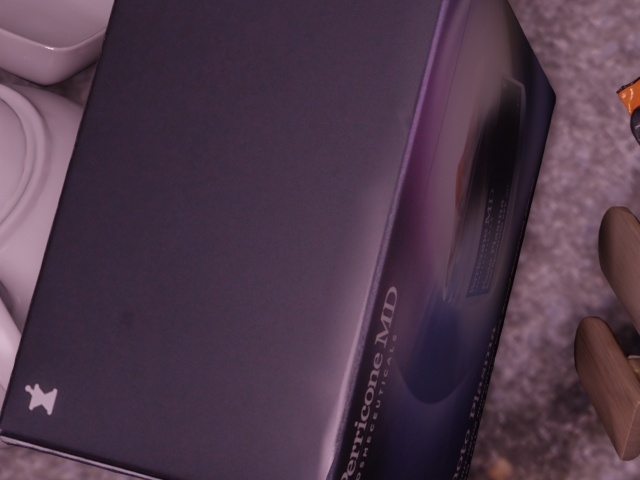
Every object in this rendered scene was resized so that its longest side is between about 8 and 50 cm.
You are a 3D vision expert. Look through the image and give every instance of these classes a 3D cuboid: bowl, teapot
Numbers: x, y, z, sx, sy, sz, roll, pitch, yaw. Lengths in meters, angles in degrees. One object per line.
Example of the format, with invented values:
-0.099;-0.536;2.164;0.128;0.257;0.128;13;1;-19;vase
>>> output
-0.194;-0.161;0.960;0.142;0.053;0.142;28;42;14;bowl
-0.216;-0.005;0.857;0.256;0.187;0.252;6;58;20;teapot

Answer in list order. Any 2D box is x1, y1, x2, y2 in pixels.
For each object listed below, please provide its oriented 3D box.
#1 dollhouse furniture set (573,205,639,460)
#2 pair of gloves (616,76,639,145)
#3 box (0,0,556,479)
0.264;-0.014;0.798;0.212;0.161;0.242;0;123;-11;dollhouse furniture set
0.243;-0.086;0.920;0.083;0.010;0.074;-30;77;4;pair of gloves
0.000;0.000;0.790;0.183;0.294;0.296;11;83;20;box
